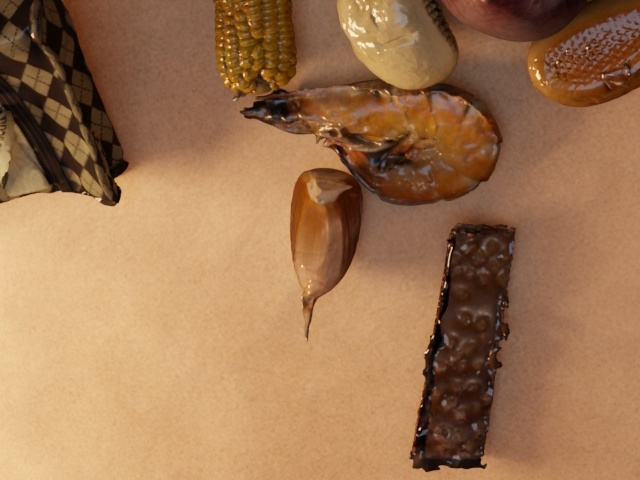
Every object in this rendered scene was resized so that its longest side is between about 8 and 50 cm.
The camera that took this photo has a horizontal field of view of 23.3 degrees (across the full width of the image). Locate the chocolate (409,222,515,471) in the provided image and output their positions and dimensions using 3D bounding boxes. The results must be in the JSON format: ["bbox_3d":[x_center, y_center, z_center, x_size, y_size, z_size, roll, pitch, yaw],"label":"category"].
[{"bbox_3d":[0.174,0.131,1.910,0.102,0.065,0.329,4,109,-9],"label":"chocolate"}]

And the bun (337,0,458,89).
[{"bbox_3d":[0.080,-0.258,1.756,0.111,0.164,0.188,-25,100,16],"label":"bun"}]

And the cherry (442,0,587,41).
[{"bbox_3d":[0.203,-0.317,1.692,0.213,0.266,0.183,34,127,-13],"label":"cherry"}]

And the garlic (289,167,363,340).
[{"bbox_3d":[-0.001,0.005,1.872,0.090,0.128,0.198,12,114,0],"label":"garlic"}]

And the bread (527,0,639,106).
[{"bbox_3d":[0.328,-0.219,1.765,0.189,0.077,0.114,-21,81,18],"label":"bread"}]

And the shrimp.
[{"bbox_3d":[0.060,-0.120,1.860,0.317,0.062,0.164,6,115,12],"label":"shrimp"}]

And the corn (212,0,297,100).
[{"bbox_3d":[-0.088,-0.323,1.807,0.102,0.102,0.313,-4,106,13],"label":"corn"}]

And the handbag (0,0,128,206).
[{"bbox_3d":[-0.462,-0.133,1.875,0.416,0.180,0.317,-13,133,12],"label":"handbag"}]
